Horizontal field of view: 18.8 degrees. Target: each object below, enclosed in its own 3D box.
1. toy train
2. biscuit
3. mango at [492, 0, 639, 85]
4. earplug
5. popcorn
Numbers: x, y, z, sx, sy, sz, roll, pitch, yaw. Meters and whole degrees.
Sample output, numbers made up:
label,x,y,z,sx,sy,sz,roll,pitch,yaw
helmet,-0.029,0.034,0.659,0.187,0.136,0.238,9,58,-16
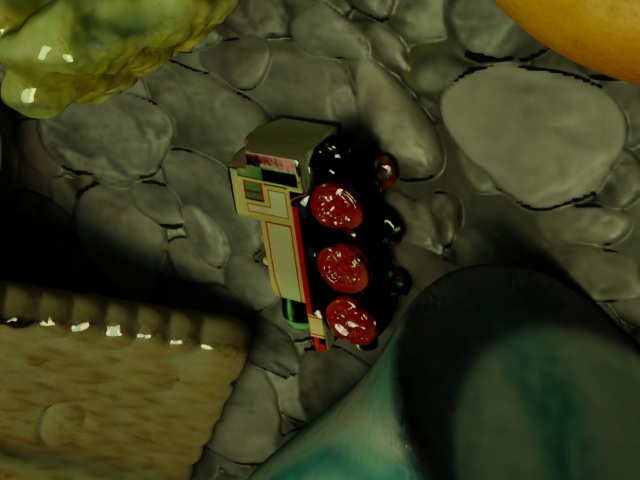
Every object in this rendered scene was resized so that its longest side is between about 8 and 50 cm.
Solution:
label,x,y,z,sx,sy,sz,roll,pitch,yaw
toy train,0.000,0.000,1.072,0.087,0.050,0.138,11,127,29
biscuit,-0.220,0.090,1.161,0.325,0.044,0.217,9,137,-17
mango,0.175,-0.146,0.816,0.257,0.138,0.187,-24,95,32
earplug,0.030,0.163,1.093,0.185,0.185,0.324,45,137,-5
popcorn,-0.114,-0.168,0.944,0.185,0.167,0.187,36,124,14
